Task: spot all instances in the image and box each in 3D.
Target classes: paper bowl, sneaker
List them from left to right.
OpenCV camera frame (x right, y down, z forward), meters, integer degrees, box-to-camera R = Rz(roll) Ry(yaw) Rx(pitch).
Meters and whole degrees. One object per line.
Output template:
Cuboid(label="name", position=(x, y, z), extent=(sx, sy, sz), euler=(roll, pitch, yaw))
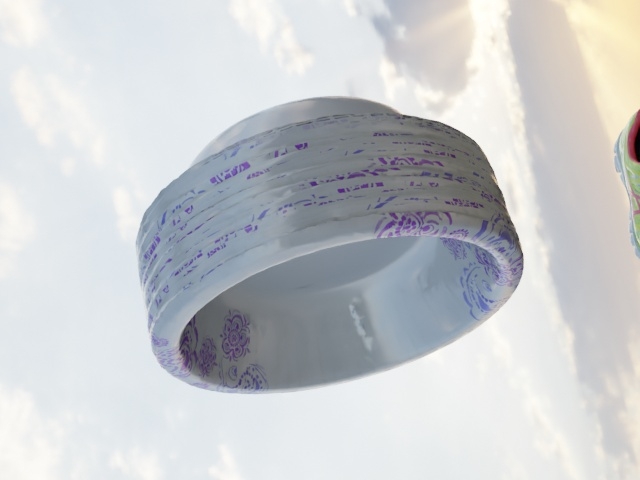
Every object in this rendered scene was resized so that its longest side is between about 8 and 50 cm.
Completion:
Cuboid(label="paper bowl", position=(0.000, 0.000, 0.785), extent=(0.284, 0.284, 0.148), euler=(39, -149, -58))
Cuboid(label="sneaker", position=(0.356, -0.048, 1.052), extent=(0.094, 0.081, 0.208), euler=(72, -178, -63))
